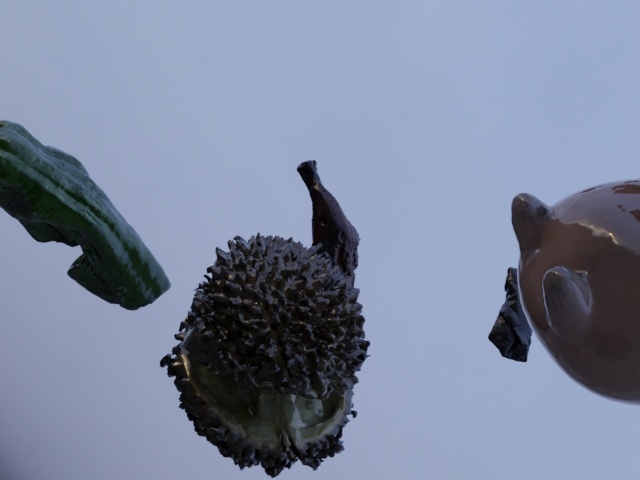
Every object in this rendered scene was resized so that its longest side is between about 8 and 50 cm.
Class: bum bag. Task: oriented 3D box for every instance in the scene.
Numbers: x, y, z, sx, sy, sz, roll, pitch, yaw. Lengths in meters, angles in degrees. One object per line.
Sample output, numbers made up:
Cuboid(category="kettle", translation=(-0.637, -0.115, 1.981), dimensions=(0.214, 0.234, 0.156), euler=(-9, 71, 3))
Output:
Cuboid(category="bum bag", translation=(0.233, 0.085, 1.407), dimensions=(0.058, 0.124, 0.034), euler=(30, -34, -13))

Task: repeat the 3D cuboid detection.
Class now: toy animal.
Cuboid(category="toy animal", translation=(0.241, 0.008, 0.697), dimensions=(0.154, 0.250, 0.166), euler=(59, 13, -48))

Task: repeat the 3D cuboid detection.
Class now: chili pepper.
Cuboid(category="chili pepper", translation=(-0.249, -0.022, 1.191), dimensions=(0.099, 0.083, 0.253), euler=(-8, -46, 42))

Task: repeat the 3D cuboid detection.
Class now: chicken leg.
Cuboid(category="chicken leg", translation=(0.004, 0.000, 1.067), dimensions=(0.062, 0.037, 0.145), euler=(3, -87, 36))

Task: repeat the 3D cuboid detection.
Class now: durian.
Cuboid(category="durian", translation=(-0.039, 0.085, 0.958), dimensions=(0.167, 0.196, 0.196), euler=(22, -21, -18))
